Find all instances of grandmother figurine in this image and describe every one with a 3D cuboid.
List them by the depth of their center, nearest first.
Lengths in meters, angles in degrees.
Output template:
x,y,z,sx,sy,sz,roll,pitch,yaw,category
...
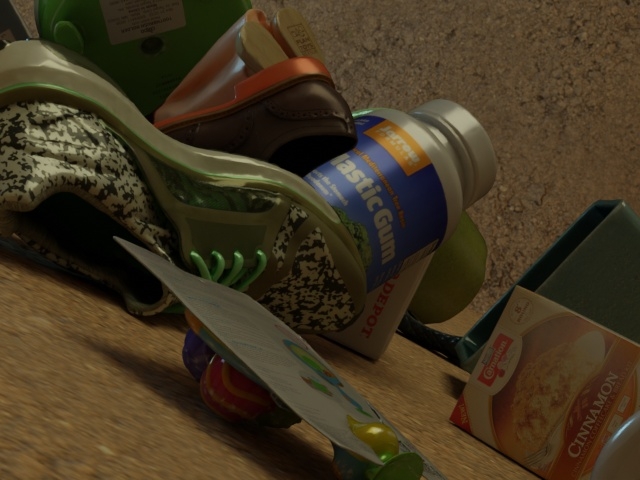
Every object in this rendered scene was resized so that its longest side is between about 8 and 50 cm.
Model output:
x,y,z,sx,sy,sz,roll,pitch,yaw,category
-0.148,-0.128,1.699,0.208,0.342,0.104,-18,79,-54,grandmother figurine

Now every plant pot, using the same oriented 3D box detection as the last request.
x,y,z,sx,sy,sz,roll,pitch,yaw,category
0.328,0.128,1.792,0.252,0.248,0.247,44,3,1,plant pot
0.106,-0.007,2.273,0.276,0.276,0.254,29,-8,43,plant pot

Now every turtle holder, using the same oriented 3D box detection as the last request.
x,y,z,sx,sy,sz,roll,pitch,yaw,category
-0.188,-0.257,1.826,0.320,0.243,0.227,38,23,-45,turtle holder

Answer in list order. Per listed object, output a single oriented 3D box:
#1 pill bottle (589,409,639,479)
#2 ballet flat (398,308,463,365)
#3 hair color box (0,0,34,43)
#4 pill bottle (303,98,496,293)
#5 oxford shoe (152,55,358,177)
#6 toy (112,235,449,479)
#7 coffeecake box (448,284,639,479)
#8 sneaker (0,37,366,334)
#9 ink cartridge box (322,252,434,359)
x,y,z,sx,sy,sz,roll,pitch,yaw,category
0.278,0.182,1.092,0.153,0.153,0.264,27,2,20,pill bottle
0.152,0.120,2.122,0.173,0.049,0.057,28,2,33,ballet flat
-0.385,-0.236,1.715,0.185,0.113,0.374,65,-7,-34,hair color box
0.039,-0.034,1.530,0.272,0.152,0.152,-31,42,-32,pill bottle
-0.095,-0.056,1.387,0.098,0.271,0.097,59,2,32,oxford shoe
-0.032,0.090,0.972,0.237,0.056,0.137,35,4,41,toy
0.227,0.143,1.425,0.185,0.142,0.068,28,3,43,coffeecake box
-0.124,0.012,1.265,0.410,0.158,0.182,27,33,-33,sneaker
0.000,0.000,1.724,0.232,0.171,0.168,27,3,3,ink cartridge box
